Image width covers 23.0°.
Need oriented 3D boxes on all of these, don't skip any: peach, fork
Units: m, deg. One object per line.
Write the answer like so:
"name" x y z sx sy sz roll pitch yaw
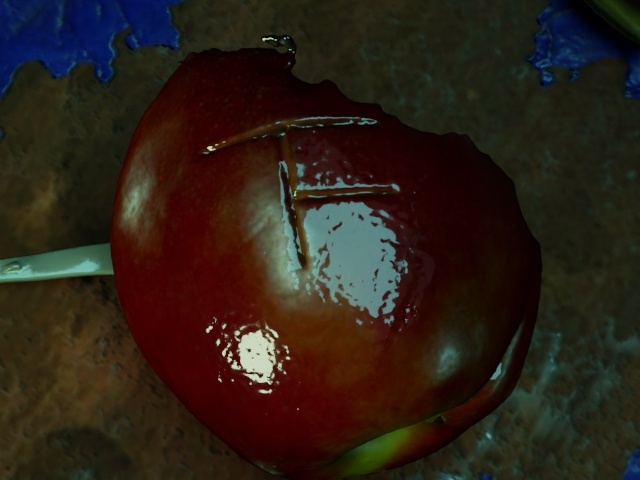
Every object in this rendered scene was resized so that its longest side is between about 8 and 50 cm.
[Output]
"peach" 0.000 0.000 0.782 0.190 0.196 0.226 2 59 -48
"fork" -0.184 0.017 0.833 0.219 0.028 0.034 -5 61 -16

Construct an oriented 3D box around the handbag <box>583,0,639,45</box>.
"handbag" 0.149 -0.333 0.985 0.283 0.133 0.401 -41 79 -17
